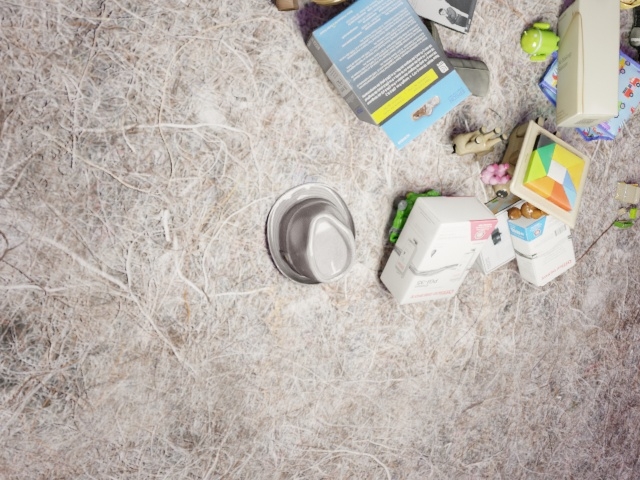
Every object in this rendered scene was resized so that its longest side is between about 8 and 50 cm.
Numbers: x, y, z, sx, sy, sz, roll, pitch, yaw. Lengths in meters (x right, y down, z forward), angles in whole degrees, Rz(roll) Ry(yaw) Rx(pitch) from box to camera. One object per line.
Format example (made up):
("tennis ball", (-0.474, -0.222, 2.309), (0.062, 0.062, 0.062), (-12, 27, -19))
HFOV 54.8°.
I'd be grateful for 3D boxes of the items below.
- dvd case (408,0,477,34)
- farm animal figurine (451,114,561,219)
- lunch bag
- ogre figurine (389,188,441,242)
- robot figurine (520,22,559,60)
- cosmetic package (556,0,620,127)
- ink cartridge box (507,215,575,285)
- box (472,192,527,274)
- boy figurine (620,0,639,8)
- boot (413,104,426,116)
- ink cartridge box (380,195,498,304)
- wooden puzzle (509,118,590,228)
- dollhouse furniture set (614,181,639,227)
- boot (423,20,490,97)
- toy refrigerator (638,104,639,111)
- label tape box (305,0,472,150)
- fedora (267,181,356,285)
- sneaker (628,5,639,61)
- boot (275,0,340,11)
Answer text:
("dvd case", (0.298, -0.644, 1.555), (0.238, 0.029, 0.180), (10, 99, -26))
("farm animal figurine", (0.527, -0.217, 1.715), (0.330, 0.172, 0.327), (48, 65, -10))
("lunch bag", (0.777, -0.465, 1.793), (0.293, 0.138, 0.221), (36, 89, -13))
("ogre figurine", (0.273, -0.073, 1.684), (0.196, 0.097, 0.118), (-9, 121, -10))
("robot figurine", (0.604, -0.548, 1.705), (0.115, 0.067, 0.101), (-1, 102, -24))
("cosmetic package", (0.716, -0.473, 1.658), (0.113, 0.160, 0.310), (1, 87, 1))
("ink cartridge box", (0.639, 0.006, 1.778), (0.148, 0.086, 0.203), (-28, 118, -14))
("box", (0.557, -0.043, 1.826), (0.289, 0.087, 0.169), (-29, 115, -14))
("boy figurine", (0.790, -0.724, 1.726), (0.285, 0.092, 0.177), (24, 92, -25))
("boot", (0.235, -0.376, 1.605), (0.106, 0.037, 0.114), (-17, 116, -33))
("ink cartridge box", (0.312, 0.026, 1.647), (0.207, 0.117, 0.283), (-5, 132, -31))
("wooden puzzle", (0.616, -0.177, 1.627), (0.238, 0.044, 0.221), (29, 69, -18))
("dollhouse furniture set", (1.011, -0.118, 2.025), (0.058, 0.076, 0.152), (-11, 112, -35))
("boot", (0.352, -0.470, 1.610), (0.208, 0.076, 0.190), (-6, 97, -26))
("toy refrigerator", (1.131, -0.498, 1.943), (0.269, 0.102, 0.094), (-45, 118, -7))
("label tape box", (0.159, -0.407, 1.465), (0.240, 0.106, 0.334), (-38, 97, -10))
("fedora", (0.000, 0.000, 1.563), (0.243, 0.124, 0.276), (-19, 113, -19))
("sneaker", (0.967, -0.633, 1.840), (0.106, 0.078, 0.234), (-39, 119, -12))
("boot", (-0.017, -0.600, 1.368), (0.196, 0.073, 0.153), (-4, 103, 6))
